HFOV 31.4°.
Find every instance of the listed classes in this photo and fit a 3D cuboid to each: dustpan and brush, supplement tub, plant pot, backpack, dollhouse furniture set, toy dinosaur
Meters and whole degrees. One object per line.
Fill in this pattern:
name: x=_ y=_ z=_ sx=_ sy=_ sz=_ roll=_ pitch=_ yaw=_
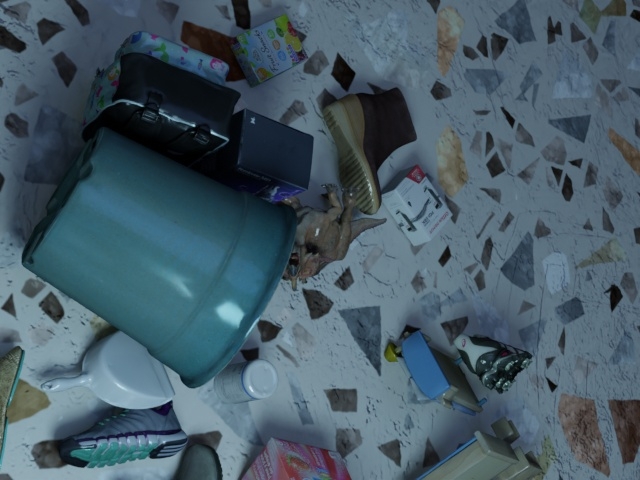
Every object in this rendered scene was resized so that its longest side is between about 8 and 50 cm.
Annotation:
dustpan and brush: x=-0.352 y=0.216 z=1.839 sx=0.211 sy=0.060 sz=0.147 roll=1 pitch=55 yaw=-51
supplement tub: x=-0.129 y=0.246 z=1.981 sx=0.071 sy=0.107 sz=0.071 roll=11 pitch=72 yaw=-35
plant pot: x=-0.269 y=0.009 z=1.817 sx=0.334 sy=0.341 sz=0.341 roll=31 pitch=61 yaw=-17
backpack: x=-0.277 y=-0.218 z=1.900 sx=0.225 sy=0.253 sz=0.191 roll=18 pitch=63 yaw=-25
dollhouse furniture set: x=0.238 y=0.364 z=2.263 sx=0.286 sy=0.198 sz=0.303 roll=30 pitch=27 yaw=-52
toy dinosaur: x=0.000 y=0.000 z=2.145 sx=0.295 sy=0.127 sz=0.200 roll=6 pitch=82 yaw=-49

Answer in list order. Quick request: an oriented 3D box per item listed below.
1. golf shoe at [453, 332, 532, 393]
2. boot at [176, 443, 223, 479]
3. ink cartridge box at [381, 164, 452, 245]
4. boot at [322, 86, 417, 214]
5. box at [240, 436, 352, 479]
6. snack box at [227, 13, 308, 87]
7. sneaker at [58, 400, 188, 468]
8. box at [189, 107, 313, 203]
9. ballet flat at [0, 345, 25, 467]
golf shoe: x=0.354 y=0.238 z=2.324 sx=0.105 sy=0.120 sz=0.273 roll=-51 pitch=158 yaw=3
boot: x=-0.249 y=0.425 z=1.829 sx=0.161 sy=0.083 sz=0.246 roll=34 pitch=53 yaw=-38
ink cartridge box: x=0.197 y=-0.072 z=2.351 sx=0.135 sy=0.056 sz=0.099 roll=53 pitch=52 yaw=-13
boot: x=0.125 y=-0.187 z=2.303 sx=0.207 sy=0.090 sz=0.248 roll=-16 pitch=85 yaw=-37
box: x=-0.016 y=0.487 z=1.882 sx=0.154 sy=0.142 sz=0.300 roll=20 pitch=26 yaw=-33
snack box: x=-0.100 y=-0.369 z=2.212 sx=0.141 sy=0.037 sz=0.100 roll=-33 pitch=98 yaw=-38
sneaker: x=-0.328 y=0.307 z=1.847 sx=0.223 sy=0.083 sz=0.098 roll=4 pitch=53 yaw=-39
box: x=-0.134 y=-0.135 z=2.013 sx=0.153 sy=0.207 sz=0.108 roll=19 pitch=67 yaw=-33
ballet flat: x=-0.499 y=0.253 z=1.721 sx=0.067 sy=0.073 sz=0.206 roll=14 pitch=65 yaw=-19
